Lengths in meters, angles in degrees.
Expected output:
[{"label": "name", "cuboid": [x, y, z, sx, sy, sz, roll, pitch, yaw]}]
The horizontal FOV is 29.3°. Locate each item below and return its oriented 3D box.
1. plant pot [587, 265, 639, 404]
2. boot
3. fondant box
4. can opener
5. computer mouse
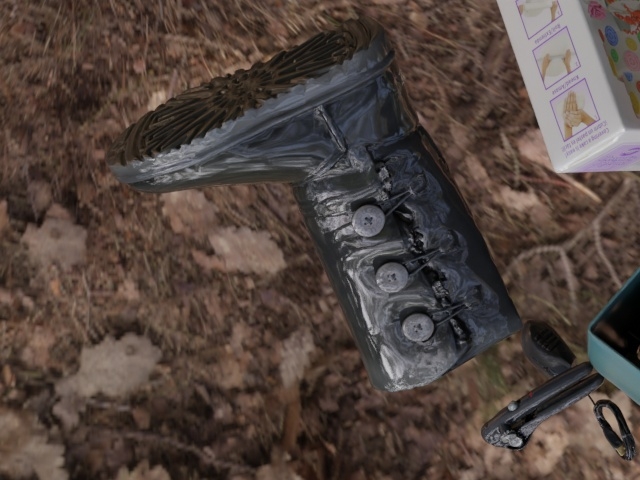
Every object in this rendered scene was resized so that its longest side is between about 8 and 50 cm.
[{"label": "plant pot", "cuboid": [0.418, 0.126, 1.433, 0.165, 0.234, 0.165, 40, 80, 18]}, {"label": "boot", "cuboid": [0.002, -0.001, 1.490, 0.367, 0.146, 0.445, -21, 121, 13]}, {"label": "fondant box", "cuboid": [0.282, -0.232, 1.171, 0.238, 0.096, 0.330, -4, 70, -37]}, {"label": "can opener", "cuboid": [0.285, 0.212, 1.591, 0.059, 0.073, 0.186, 32, 125, -29]}, {"label": "computer mouse", "cuboid": [0.334, 0.198, 1.624, 0.041, 0.242, 0.071, -18, 138, -22]}]
